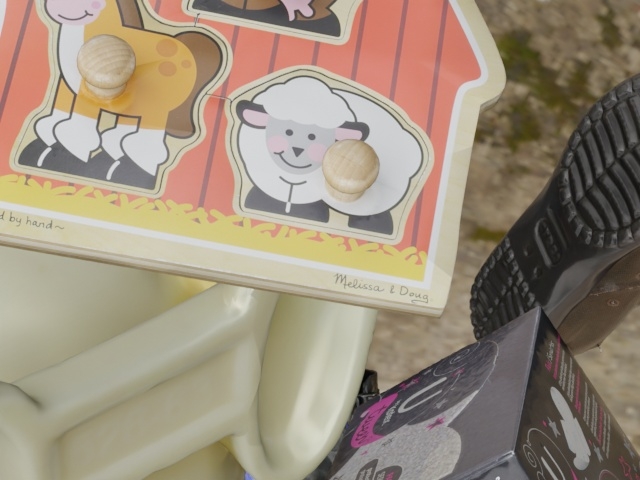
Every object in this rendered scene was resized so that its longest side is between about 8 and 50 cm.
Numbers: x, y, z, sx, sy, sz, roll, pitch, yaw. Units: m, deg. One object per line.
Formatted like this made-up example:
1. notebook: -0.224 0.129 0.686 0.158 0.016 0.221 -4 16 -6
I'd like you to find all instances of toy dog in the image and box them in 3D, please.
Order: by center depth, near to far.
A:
1. toy dog: -0.196 0.036 0.938 0.284 0.395 0.408 -32 52 -25

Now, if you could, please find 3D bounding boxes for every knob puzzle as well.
1. knob puzzle: -0.028 -0.078 0.602 0.213 0.030 0.213 3 62 -6

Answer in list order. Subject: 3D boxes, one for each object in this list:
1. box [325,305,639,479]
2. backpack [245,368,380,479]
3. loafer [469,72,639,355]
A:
1. box: 0.097 0.169 1.085 0.163 0.247 0.142 -30 98 18
2. backpack: -0.043 0.231 1.768 0.213 0.277 0.263 -15 29 -8
3. loafer: 0.262 -0.019 1.472 0.366 0.130 0.134 -50 45 46
